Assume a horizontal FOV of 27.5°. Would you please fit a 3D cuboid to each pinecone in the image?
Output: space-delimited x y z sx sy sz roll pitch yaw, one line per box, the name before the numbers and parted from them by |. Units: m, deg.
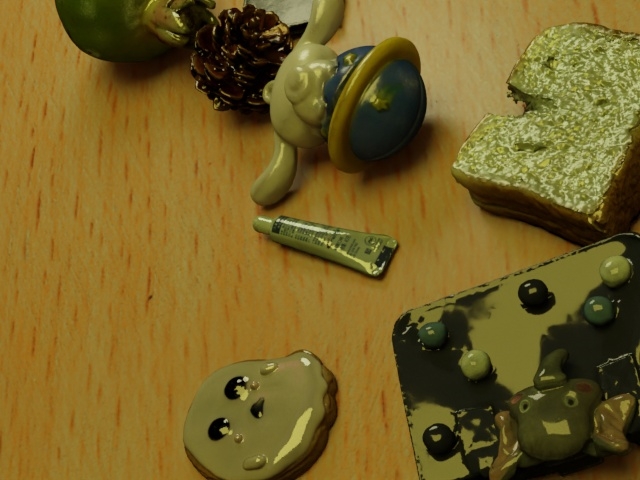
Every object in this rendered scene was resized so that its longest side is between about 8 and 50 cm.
pinecone | -0.108 -0.265 1.893 0.173 0.173 0.173 -15 53 20

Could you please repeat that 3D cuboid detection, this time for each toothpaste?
toothpaste | 0.000 0.000 1.733 0.216 0.037 0.062 14 66 31

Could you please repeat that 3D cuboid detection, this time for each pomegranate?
pomegranate | -0.273 -0.369 2.024 0.302 0.236 0.236 35 80 33

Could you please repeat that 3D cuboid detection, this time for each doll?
doll | 0.007 -0.165 1.752 0.242 0.159 0.311 32 100 19

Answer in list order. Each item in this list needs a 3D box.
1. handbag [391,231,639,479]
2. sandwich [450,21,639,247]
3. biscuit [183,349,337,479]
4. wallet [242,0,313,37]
handbag | 0.250 0.152 1.439 0.325 0.118 0.269 -23 51 17
sandwich | 0.317 -0.137 1.613 0.249 0.095 0.273 20 71 41
biscuit | -0.082 0.220 1.618 0.208 0.049 0.181 -8 54 23
wallet | -0.039 -0.445 2.059 0.169 0.044 0.317 -9 56 19
